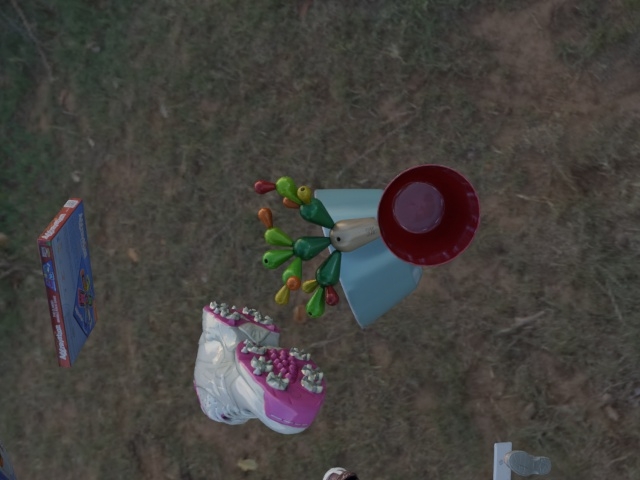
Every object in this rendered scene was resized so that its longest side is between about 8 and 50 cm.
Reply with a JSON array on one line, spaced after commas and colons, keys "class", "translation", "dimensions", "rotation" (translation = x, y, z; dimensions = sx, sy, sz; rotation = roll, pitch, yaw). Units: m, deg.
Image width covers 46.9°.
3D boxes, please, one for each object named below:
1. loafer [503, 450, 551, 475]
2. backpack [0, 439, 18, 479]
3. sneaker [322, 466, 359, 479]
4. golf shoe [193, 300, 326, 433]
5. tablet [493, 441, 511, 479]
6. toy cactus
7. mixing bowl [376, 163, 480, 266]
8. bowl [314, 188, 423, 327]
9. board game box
[{"class": "loafer", "translation": [0.393, 0.431, 1.427], "dimensions": [0.039, 0.125, 0.045], "rotation": [-5, 70, 55]}, {"class": "backpack", "translation": [-0.420, 0.217, 0.698], "dimensions": [0.276, 0.213, 0.263], "rotation": [50, 146, 25]}, {"class": "sneaker", "translation": [0.062, 0.716, 1.851], "dimensions": [0.162, 0.107, 0.281], "rotation": [142, 129, -62]}, {"class": "golf shoe", "translation": [-0.084, 0.180, 0.906], "dimensions": [0.140, 0.115, 0.306], "rotation": [-70, 23, 5]}, {"class": "tablet", "translation": [0.402, 0.488, 1.624], "dimensions": [0.006, 0.054, 0.083], "rotation": [-6, 80, 55]}, {"class": "toy cactus", "translation": [0.000, 0.000, 1.093], "dimensions": [0.112, 0.181, 0.218], "rotation": [149, 104, -79]}, {"class": "mixing bowl", "translation": [0.182, -0.051, 1.313], "dimensions": [0.182, 0.098, 0.181], "rotation": [-1, 102, -5]}, {"class": "bowl", "translation": [0.113, 0.013, 1.564], "dimensions": [0.163, 0.311, 0.311], "rotation": [-20, 73, 6]}, {"class": "board game box", "translation": [-0.456, 0.078, 1.346], "dimensions": [0.027, 0.145, 0.281], "rotation": [7, 123, 4]}]
